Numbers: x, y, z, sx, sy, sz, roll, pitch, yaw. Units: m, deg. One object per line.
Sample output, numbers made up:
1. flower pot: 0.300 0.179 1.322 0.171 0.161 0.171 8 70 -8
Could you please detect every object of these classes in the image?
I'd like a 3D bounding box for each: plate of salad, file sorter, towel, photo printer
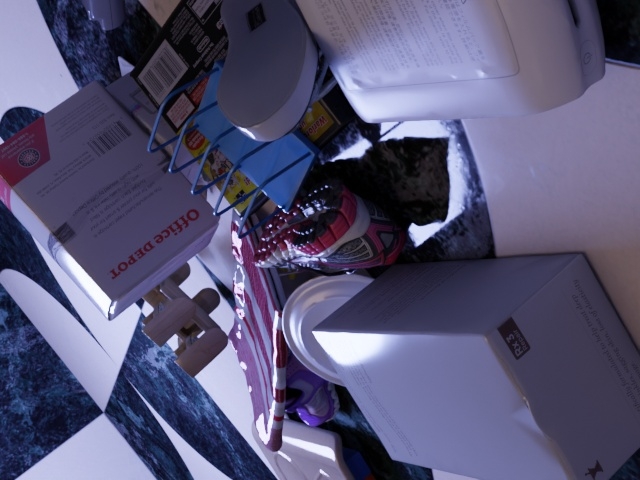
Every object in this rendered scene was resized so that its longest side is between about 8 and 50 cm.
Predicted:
1. plate of salad: 0.047 0.118 1.603 0.200 0.048 0.199 8 126 11
2. file sorter: -0.110 -0.106 1.435 0.170 0.104 0.118 44 140 13
3. towel: -0.094 0.132 1.800 0.329 0.037 0.237 95 159 -46
4. photo printer: 0.100 -0.226 1.040 0.307 0.107 0.256 5 128 58

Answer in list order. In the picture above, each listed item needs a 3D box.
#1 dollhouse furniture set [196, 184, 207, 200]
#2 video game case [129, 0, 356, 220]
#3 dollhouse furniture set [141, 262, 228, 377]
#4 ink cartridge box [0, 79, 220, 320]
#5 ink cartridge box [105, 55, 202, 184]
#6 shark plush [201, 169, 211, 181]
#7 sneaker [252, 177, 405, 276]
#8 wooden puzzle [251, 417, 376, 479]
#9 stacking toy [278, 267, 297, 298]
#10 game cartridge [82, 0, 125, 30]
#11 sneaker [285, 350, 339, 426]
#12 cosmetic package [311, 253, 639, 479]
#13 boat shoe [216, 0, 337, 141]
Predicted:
1. dollhouse furniture set: -0.238 -0.066 1.881 0.081 0.114 0.091 -109 21 -52
2. video game case: -0.105 -0.182 1.486 0.248 0.035 0.275 53 142 2
3. dollhouse furniture set: -0.234 0.064 1.977 0.242 0.161 0.212 46 -175 -17
4. ink cartridge box: -0.315 -0.055 1.729 0.283 0.207 0.117 48 157 7
5. ink cartridge box: -0.257 -0.176 1.796 0.198 0.067 0.115 41 154 25
6. shark plush: -0.145 -0.152 1.627 0.073 0.067 0.161 41 154 25
7. sneaker: 0.000 0.000 1.528 0.112 0.121 0.299 28 171 -19
8. wooden puzzle: 0.038 0.467 2.139 0.322 0.080 0.347 0 119 61
9. stacking toy: 0.013 0.119 1.733 0.221 0.052 0.167 42 154 21
10. game cartridge: -0.302 -0.425 1.451 0.196 0.060 0.294 92 156 -63
11. sneaker: -0.031 0.236 1.907 0.095 0.104 0.236 40 154 23
12. cosmetic package: 0.177 0.145 1.353 0.217 0.156 0.385 59 154 -14
13. boat shoe: -0.041 -0.175 1.234 0.105 0.113 0.306 48 -167 -31
